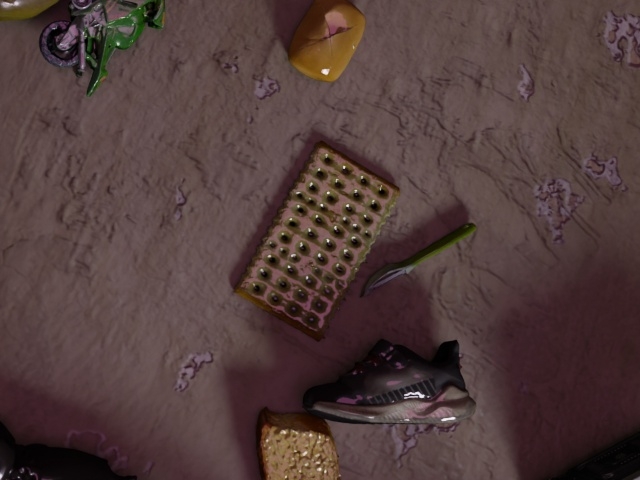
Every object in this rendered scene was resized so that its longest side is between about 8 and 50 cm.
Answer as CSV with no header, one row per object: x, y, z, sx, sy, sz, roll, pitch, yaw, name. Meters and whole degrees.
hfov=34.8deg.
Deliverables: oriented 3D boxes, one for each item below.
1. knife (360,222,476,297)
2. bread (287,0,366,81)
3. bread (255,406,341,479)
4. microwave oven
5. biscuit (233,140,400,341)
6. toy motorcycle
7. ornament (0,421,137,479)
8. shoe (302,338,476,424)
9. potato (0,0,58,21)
0.128,0.023,1.351,0.184,0.022,0.026,-29,119,-10,knife
0.010,-0.265,1.326,0.082,0.056,0.115,32,82,-6,bread
-0.025,0.301,1.293,0.103,0.065,0.187,-7,87,-5,bread
0.399,0.337,1.313,0.208,0.162,0.122,-24,92,-11,microwave oven
0.000,0.000,1.333,0.139,0.016,0.231,30,82,-6,biscuit
-0.260,-0.278,1.277,0.106,0.074,0.190,43,81,-14,toy motorcycle
-0.329,0.361,1.222,0.260,0.106,0.251,30,90,-16,ornament
0.089,0.180,1.305,0.228,0.099,0.112,5,80,-14,shoe
-0.365,-0.362,1.229,0.155,0.137,0.200,17,84,22,potato
